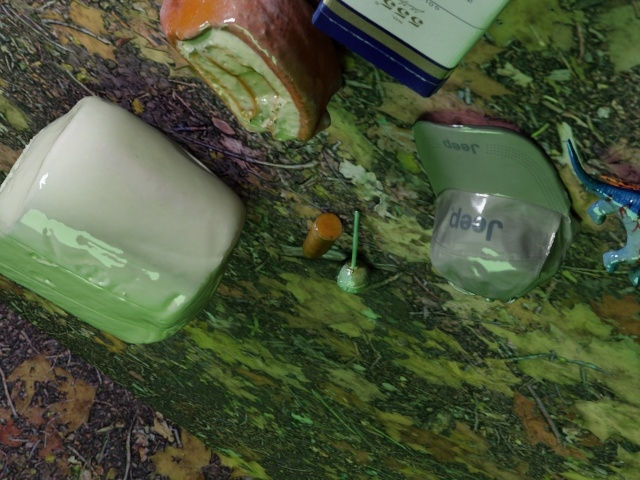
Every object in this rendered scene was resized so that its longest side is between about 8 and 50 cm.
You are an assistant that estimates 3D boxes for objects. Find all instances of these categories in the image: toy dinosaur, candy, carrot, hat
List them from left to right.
[{"bbox_3d":[0.000,0.000,1.873,0.048,0.048,0.139,30,158,-1],"label":"carrot"},{"bbox_3d":[0.053,0.014,1.846,0.061,0.061,0.202,23,147,15],"label":"candy"},{"bbox_3d":[0.192,-0.033,1.502,0.214,0.149,0.244,7,158,39],"label":"hat"},{"bbox_3d":[0.389,-0.002,1.389,0.329,0.076,0.144,30,146,-7],"label":"toy dinosaur"}]

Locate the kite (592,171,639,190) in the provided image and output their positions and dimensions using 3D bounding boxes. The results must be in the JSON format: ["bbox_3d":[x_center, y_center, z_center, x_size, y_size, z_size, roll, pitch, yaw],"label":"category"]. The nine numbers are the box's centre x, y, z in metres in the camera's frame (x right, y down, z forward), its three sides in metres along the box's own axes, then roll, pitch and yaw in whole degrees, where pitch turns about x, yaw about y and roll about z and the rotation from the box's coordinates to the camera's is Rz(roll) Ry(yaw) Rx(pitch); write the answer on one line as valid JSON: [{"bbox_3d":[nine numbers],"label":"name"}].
[{"bbox_3d":[0.430,-0.019,1.404,0.222,0.008,0.125,44,152,-27],"label":"kite"}]

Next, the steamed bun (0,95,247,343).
[{"bbox_3d":[-0.316,-0.033,1.870,0.371,0.290,0.456,32,158,-18],"label":"steamed bun"}]

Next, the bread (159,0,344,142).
[{"bbox_3d":[-0.069,-0.224,1.429,0.190,0.123,0.244,-5,140,49],"label":"bread"}]

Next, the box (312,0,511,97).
[{"bbox_3d":[0.103,-0.263,1.225,0.168,0.071,0.259,32,156,-5],"label":"box"}]
